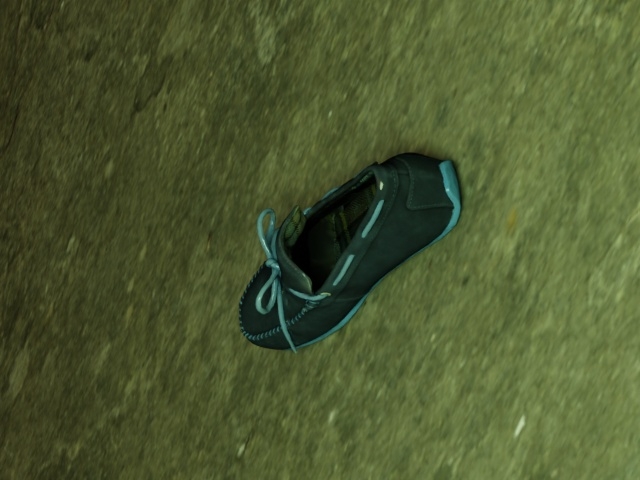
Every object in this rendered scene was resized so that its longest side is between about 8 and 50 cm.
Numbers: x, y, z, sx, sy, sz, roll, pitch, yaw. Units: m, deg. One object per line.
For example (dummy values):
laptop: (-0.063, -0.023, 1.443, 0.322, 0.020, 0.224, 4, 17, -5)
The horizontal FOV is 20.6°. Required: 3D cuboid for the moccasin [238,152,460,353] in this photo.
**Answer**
moccasin: (0.000, 0.000, 1.802, 0.342, 0.117, 0.138, -45, 51, 40)
